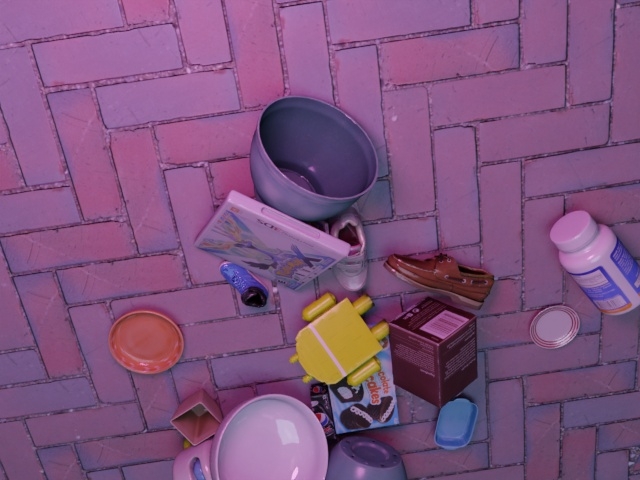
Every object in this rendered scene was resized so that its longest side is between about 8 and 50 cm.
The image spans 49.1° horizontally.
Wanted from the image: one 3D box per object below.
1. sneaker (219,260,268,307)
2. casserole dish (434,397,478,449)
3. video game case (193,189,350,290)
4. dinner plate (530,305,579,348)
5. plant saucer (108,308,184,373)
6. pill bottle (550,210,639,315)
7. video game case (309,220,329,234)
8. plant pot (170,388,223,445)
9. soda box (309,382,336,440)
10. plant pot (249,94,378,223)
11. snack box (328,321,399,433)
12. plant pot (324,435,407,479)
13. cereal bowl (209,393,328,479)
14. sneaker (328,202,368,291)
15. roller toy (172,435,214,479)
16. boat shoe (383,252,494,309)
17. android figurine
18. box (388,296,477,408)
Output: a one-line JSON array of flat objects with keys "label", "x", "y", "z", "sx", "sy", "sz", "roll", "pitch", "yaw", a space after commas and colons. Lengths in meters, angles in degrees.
[{"label": "sneaker", "x": -0.197, "y": 0.116, "z": 1.803, "sx": 0.152, "sy": 0.085, "sz": 0.058, "roll": 41, "pitch": 106, "yaw": -19}, {"label": "casserole dish", "x": 0.396, "y": 0.533, "z": 2.065, "sx": 0.114, "sy": 0.037, "sz": 0.189, "roll": 5, "pitch": 115, "yaw": -6}, {"label": "video game case", "x": -0.127, "y": 0.012, "z": 1.672, "sx": 0.299, "sy": 0.036, "sz": 0.329, "roll": 25, "pitch": 155, "yaw": -14}, {"label": "dinner plate", "x": 0.653, "y": 0.240, "z": 1.956, "sx": 0.141, "sy": 0.017, "sz": 0.141, "roll": -1, "pitch": 115, "yaw": -2}, {"label": "plant saucer", "x": -0.466, "y": 0.268, "z": 1.883, "sx": 0.199, "sy": 0.037, "sz": 0.200, "roll": -1, "pitch": 116, "yaw": -3}, {"label": "pill bottle", "x": 0.711, "y": 0.053, "z": 1.800, "sx": 0.152, "sy": 0.152, "sz": 0.272, "roll": -39, "pitch": 111, "yaw": 14}, {"label": "video game case", "x": 0.000, "y": 0.000, "z": 1.764, "sx": 0.011, "sy": 0.087, "sz": 0.122, "roll": -18, "pitch": 118, "yaw": -23}, {"label": "plant pot", "x": -0.340, "y": 0.484, "z": 1.959, "sx": 0.109, "sy": 0.096, "sz": 0.109, "roll": -33, "pitch": 112, "yaw": 10}, {"label": "soda box", "x": 0.007, "y": 0.493, "z": 2.006, "sx": 0.053, "sy": 0.060, "sz": 0.169, "roll": -9, "pitch": 115, "yaw": 1}, {"label": "plant pot", "x": -0.041, "y": -0.157, "z": 1.604, "sx": 0.292, "sy": 0.293, "sz": 0.196, "roll": 23, "pitch": 139, "yaw": -14}, {"label": "snack box", "x": 0.112, "y": 0.387, "z": 1.964, "sx": 0.186, "sy": 0.060, "sz": 0.322, "roll": -9, "pitch": 115, "yaw": 0}, {"label": "plant pot", "x": 0.117, "y": 0.706, "z": 2.000, "sx": 0.292, "sy": 0.293, "sz": 0.235, "roll": 10, "pitch": 101, "yaw": -8}, {"label": "cereal bowl", "x": -0.155, "y": 0.594, "z": 1.926, "sx": 0.338, "sy": 0.141, "sz": 0.339, "roll": 7, "pitch": 76, "yaw": -28}, {"label": "sneaker", "x": 0.067, "y": 0.025, "z": 1.764, "sx": 0.102, "sy": 0.111, "sz": 0.253, "roll": -11, "pitch": 115, "yaw": 2}, {"label": "roller toy", "x": -0.307, "y": 0.661, "z": 1.985, "sx": 0.146, "sy": 0.191, "sz": 0.209, "roll": -30, "pitch": 111, "yaw": 17}, {"label": "boat shoe", "x": 0.310, "y": 0.079, "z": 1.818, "sx": 0.307, "sy": 0.111, "sz": 0.105, "roll": 19, "pitch": 109, "yaw": -23}, {"label": "android figurine", "x": 0.048, "y": 0.266, "z": 1.843, "sx": 0.272, "sy": 0.056, "sz": 0.248, "roll": -37, "pitch": 85, "yaw": -3}, {"label": "box", "x": 0.297, "y": 0.290, "z": 1.839, "sx": 0.168, "sy": 0.167, "sz": 0.203, "roll": -27, "pitch": 123, "yaw": -37}]
